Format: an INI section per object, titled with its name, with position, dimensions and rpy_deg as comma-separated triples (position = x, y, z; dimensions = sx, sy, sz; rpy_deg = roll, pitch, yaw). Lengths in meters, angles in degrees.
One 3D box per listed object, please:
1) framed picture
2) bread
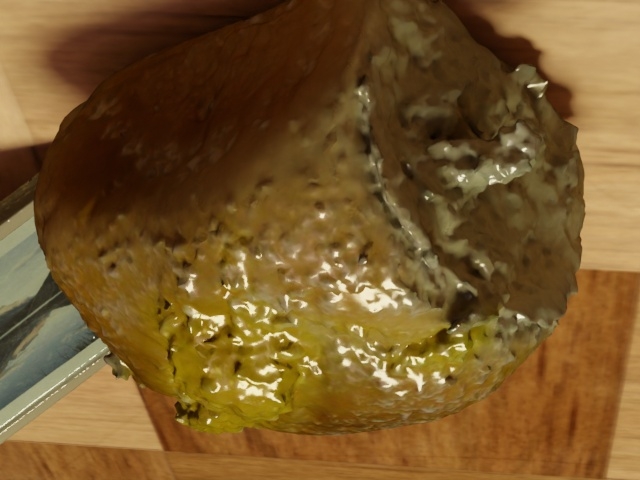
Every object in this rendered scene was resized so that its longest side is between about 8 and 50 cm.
[framed picture]
position = -0.175, 0.048, 0.971
dimensions = 0.203, 0.015, 0.150
rpy_deg = -37, 141, -1
[bread]
position = 0.000, 0.000, 0.809
dimensions = 0.246, 0.176, 0.195
rpy_deg = -17, 146, 36
